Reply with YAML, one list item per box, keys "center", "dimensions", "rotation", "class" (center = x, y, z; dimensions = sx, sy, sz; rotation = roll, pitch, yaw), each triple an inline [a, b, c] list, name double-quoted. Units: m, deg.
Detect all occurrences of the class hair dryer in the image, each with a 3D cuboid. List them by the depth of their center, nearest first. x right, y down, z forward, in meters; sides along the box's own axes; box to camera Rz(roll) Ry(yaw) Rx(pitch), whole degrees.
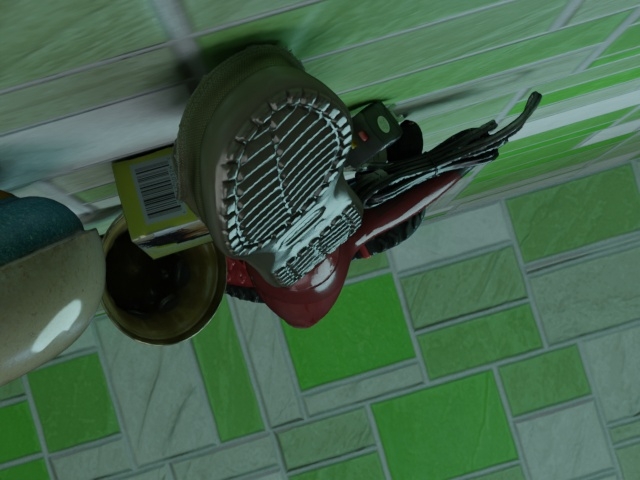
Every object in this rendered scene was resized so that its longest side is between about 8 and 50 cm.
- center: [0.043, -0.008, 1.399]
  dimensions: [0.224, 0.080, 0.293]
  rotation: [-5, 152, -43]
  class: "hair dryer"

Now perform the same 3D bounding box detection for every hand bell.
- center: [-0.200, 0.025, 1.575]
  dimensions: [0.126, 0.126, 0.242]
  rotation: [-15, -171, -33]
  class: "hand bell"

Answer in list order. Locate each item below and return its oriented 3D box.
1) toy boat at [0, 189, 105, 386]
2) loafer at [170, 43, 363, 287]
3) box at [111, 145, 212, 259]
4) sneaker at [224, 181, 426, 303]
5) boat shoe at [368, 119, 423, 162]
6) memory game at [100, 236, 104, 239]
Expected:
- center: [-0.286, 0.044, 1.048]
  dimensions: [0.318, 0.148, 0.267]
  rotation: [-23, -176, -16]
  class: "toy boat"
- center: [-0.041, -0.045, 0.987]
  dimensions: [0.102, 0.092, 0.268]
  rotation: [-43, 165, -8]
  class: "loafer"
- center: [-0.098, -0.029, 1.288]
  dimensions: [0.087, 0.058, 0.232]
  rotation: [-17, 178, -2]
  class: "box"
- center: [0.000, 0.000, 1.942]
  dimensions: [0.262, 0.104, 0.125]
  rotation: [-17, 179, 10]
  class: "sneaker"
- center: [0.059, -0.069, 1.473]
  dimensions: [0.042, 0.049, 0.133]
  rotation: [-8, 171, -8]
  class: "boat shoe"
- center: [-0.206, 0.005, 1.768]
  dimensions: [0.186, 0.012, 0.186]
  rotation: [-16, 178, -1]
  class: "memory game"
